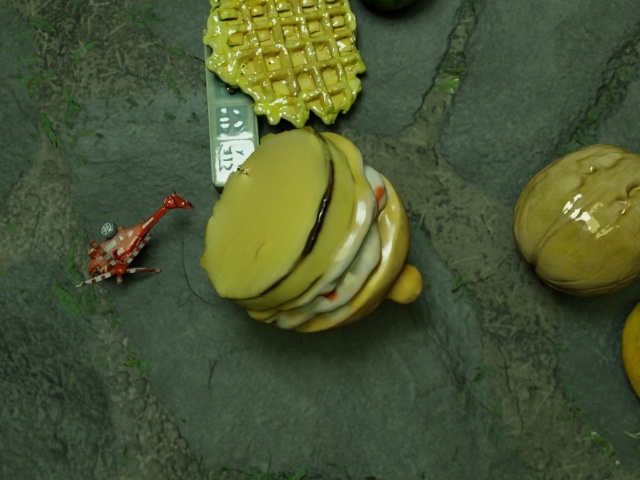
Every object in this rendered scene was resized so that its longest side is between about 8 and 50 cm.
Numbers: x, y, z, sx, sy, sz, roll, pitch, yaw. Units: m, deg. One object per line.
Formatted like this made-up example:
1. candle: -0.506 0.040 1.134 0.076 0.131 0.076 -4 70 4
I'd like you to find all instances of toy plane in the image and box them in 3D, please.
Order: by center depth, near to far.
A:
1. toy plane: -0.279 -0.009 0.994 0.194 0.126 0.077 -55 45 29

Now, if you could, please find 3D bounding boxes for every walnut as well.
1. walnut: 0.376 -0.029 0.929 0.221 0.195 0.195 -37 80 -11

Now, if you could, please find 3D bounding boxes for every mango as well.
1. mango: 0.477 0.161 0.935 0.115 0.090 0.178 -10 76 -8

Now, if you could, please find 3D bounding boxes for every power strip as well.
1. power strip: -0.136 -0.195 1.052 0.078 0.052 0.272 -4 79 -1

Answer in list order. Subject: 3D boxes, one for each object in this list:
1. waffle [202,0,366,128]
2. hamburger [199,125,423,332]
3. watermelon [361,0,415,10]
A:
1. waffle: -0.044 -0.309 1.037 0.262 0.060 0.281 32 73 -10
2. hamburger: 0.000 0.000 0.919 0.236 0.276 0.276 26 79 -36
3. watermelon: 0.110 -0.425 1.011 0.140 0.187 0.141 0 86 -5
